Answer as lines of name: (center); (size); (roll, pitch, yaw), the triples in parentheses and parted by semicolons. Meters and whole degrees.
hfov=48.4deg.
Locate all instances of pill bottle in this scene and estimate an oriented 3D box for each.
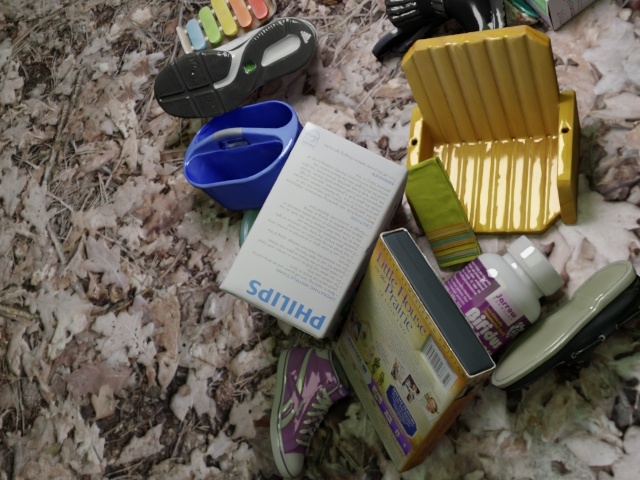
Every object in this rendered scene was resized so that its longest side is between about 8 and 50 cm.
pill bottle: (0.324, 0.131, 1.413); (0.301, 0.169, 0.169); (-41, 59, 10)

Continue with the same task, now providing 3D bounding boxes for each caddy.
caddy: (-0.183, -0.216, 1.756); (0.341, 0.179, 0.241); (-5, 57, 32)

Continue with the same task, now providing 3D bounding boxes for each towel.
towel: (0.253, -0.056, 1.513); (0.102, 0.021, 0.237); (-20, 103, 31)

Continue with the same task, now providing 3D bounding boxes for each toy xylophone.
toy xylophone: (-0.246, -0.615, 2.019); (0.322, 0.081, 0.236); (-39, 60, 10)

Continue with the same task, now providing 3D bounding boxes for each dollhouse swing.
dollhouse swing: (0.329, -0.207, 1.452); (0.346, 0.305, 0.315); (0, 72, 26)

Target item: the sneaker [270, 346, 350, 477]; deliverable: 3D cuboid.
sneaker: (-0.017, 0.369, 1.545); (0.161, 0.102, 0.282); (-5, 70, 22)

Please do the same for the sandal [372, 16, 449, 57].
sandal: (0.241, -0.507, 1.732); (0.254, 0.097, 0.055); (-24, 90, 19)

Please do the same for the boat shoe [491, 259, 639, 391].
boat shoe: (0.481, 0.188, 1.351); (0.340, 0.127, 0.113); (-43, 102, -1)

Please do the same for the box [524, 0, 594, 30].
box: (0.539, -0.652, 1.609); (0.231, 0.127, 0.262); (-35, 61, 10)

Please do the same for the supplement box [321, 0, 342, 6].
supplement box: (0.019, -0.672, 1.902); (0.054, 0.083, 0.043); (-9, 69, 24)

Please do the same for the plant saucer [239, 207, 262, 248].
plant saucer: (-0.072, -0.033, 1.748); (0.317, 0.043, 0.318); (-9, 68, 24)

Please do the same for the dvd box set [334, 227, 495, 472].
dvd box set: (0.155, 0.222, 1.358); (0.062, 0.420, 0.308); (-16, 57, -24)

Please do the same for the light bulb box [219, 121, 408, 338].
light bulb box: (0.000, 0.000, 1.487); (0.225, 0.358, 0.361); (27, 86, 7)

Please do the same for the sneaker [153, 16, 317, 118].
sneaker: (-0.202, -0.454, 1.863); (0.447, 0.257, 0.169); (-18, 108, 15)

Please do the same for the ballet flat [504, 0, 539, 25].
ballet flat: (0.420, -0.560, 1.673); (0.077, 0.091, 0.241); (-57, 48, 35)

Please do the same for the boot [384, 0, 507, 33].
boot: (0.279, -0.512, 1.599); (0.260, 0.131, 0.348); (-10, 77, 18)
